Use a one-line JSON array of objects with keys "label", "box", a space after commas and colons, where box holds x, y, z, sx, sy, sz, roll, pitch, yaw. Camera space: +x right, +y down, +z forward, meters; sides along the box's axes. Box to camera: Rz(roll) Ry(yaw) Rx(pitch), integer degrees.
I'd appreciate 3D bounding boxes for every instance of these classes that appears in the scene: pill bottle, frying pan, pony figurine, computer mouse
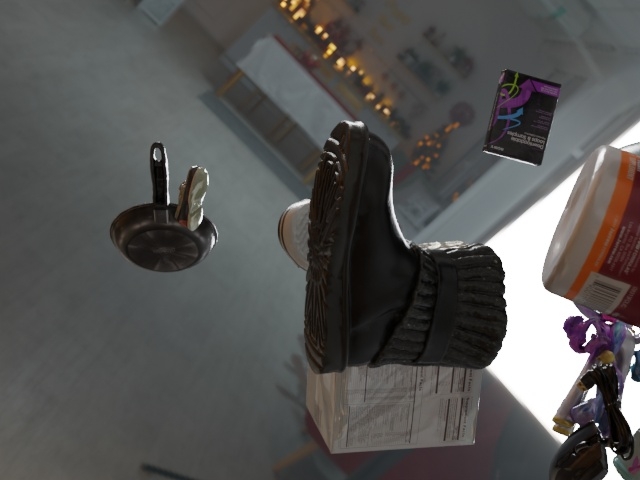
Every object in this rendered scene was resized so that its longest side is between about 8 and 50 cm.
[{"label": "pill bottle", "box": [0.528, 0.036, 1.236, 0.392, 0.224, 0.224, 21, 10, 7]}, {"label": "frying pan", "box": [-0.259, -0.035, 1.615, 0.197, 0.326, 0.053, 15, 50, -23]}, {"label": "pony figurine", "box": [0.533, 0.184, 1.641, 0.303, 0.363, 0.351, 20, -10, 20]}, {"label": "computer mouse", "box": [0.408, 0.310, 1.431, 0.060, 0.262, 0.184, 7, 49, -5]}]

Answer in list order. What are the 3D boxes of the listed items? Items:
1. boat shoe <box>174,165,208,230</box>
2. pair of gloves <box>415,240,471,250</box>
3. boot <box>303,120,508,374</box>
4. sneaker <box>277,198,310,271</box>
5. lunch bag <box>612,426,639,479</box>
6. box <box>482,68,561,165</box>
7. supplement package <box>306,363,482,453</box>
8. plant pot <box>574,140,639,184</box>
[{"label": "boat shoe", "box": [-0.223, -0.076, 1.532, 0.043, 0.137, 0.049, 34, 48, 19]}, {"label": "pair of gloves", "box": [0.306, 0.032, 2.413, 0.240, 0.204, 0.042, -101, -178, -80]}, {"label": "boot", "box": [0.119, 0.014, 1.154, 0.260, 0.348, 0.131, -2, 26, -15]}, {"label": "sneaker", "box": [0.000, 0.000, 1.558, 0.127, 0.126, 0.321, 6, -5, 33]}, {"label": "lunch bag", "box": [0.654, 0.444, 1.552, 0.279, 0.108, 0.224, 46, 18, 32]}, {"label": "box", "box": [0.385, -0.234, 1.721, 0.116, 0.162, 0.029, 13, 2, -8]}, {"label": "supplement package", "box": [0.126, 0.241, 1.609, 0.263, 0.198, 0.199, 0, 15, -14]}, {"label": "plant pot", "box": [0.691, -0.089, 2.054, 0.195, 0.290, 0.290, 5, -15, 34]}]
